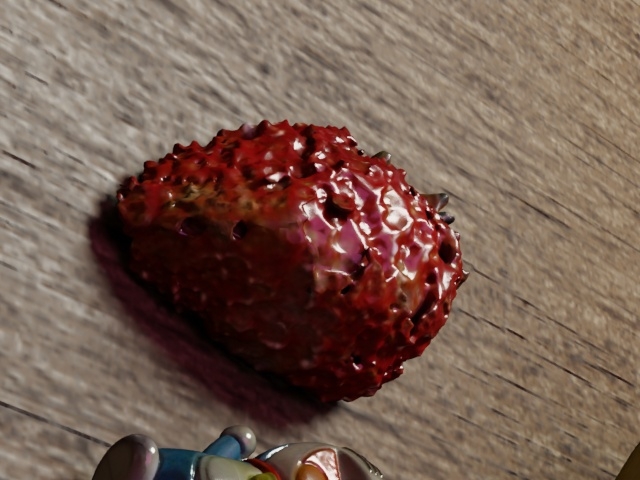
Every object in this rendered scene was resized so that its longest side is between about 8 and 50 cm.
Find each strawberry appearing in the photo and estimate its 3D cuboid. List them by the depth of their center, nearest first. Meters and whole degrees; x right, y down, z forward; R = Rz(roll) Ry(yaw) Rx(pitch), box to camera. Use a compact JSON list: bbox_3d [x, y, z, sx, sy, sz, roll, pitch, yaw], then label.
[{"bbox_3d":[0.002,0.000,0.903,0.192,0.085,0.140,45,46,-25],"label":"strawberry"}]

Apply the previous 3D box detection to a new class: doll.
[{"bbox_3d":[-0.023,0.126,0.816,0.152,0.085,0.114,18,41,-33],"label":"doll"}]

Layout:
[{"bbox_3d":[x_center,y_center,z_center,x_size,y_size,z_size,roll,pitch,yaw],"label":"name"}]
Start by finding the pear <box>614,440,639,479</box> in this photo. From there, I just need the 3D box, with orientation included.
[{"bbox_3d":[0.270,0.203,0.970,0.309,0.309,0.309,24,56,-42],"label":"pear"}]
